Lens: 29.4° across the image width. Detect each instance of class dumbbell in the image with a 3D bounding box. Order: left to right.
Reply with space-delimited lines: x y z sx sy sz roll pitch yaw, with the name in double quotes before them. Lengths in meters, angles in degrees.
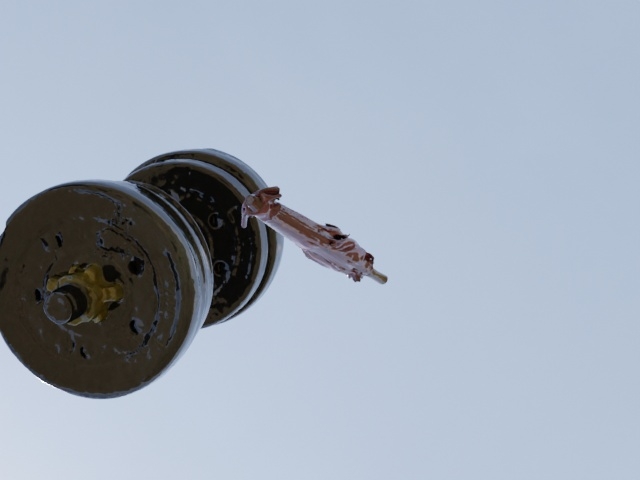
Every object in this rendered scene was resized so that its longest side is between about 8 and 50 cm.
"dumbbell" -0.155 0.018 1.103 0.388 0.185 0.185 -34 -77 -74

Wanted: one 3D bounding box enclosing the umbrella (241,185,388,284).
"umbrella" 0.000 0.000 0.726 0.165 0.027 0.025 31 -118 -57
